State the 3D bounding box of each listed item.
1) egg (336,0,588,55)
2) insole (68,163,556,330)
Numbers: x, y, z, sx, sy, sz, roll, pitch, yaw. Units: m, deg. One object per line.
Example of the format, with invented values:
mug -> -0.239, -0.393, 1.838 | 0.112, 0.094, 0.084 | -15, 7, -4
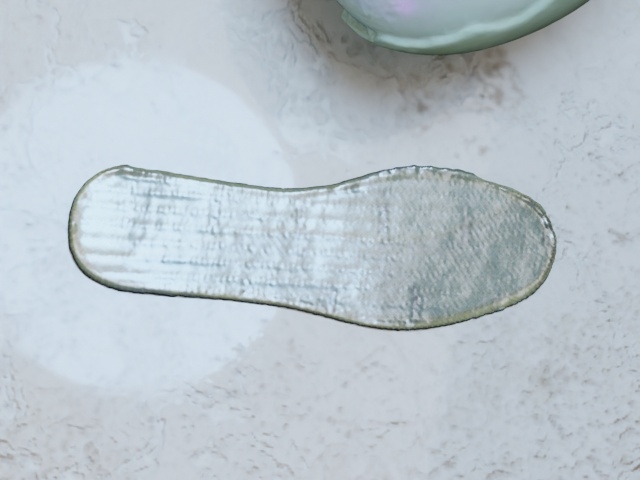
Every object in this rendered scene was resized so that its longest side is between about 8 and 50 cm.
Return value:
egg -> 0.109, -0.278, 1.085 | 0.278, 0.278, 0.336 | 26, 70, -7
insole -> 0.000, 0.000, 1.158 | 0.348, 0.009, 0.119 | 4, 81, -12
